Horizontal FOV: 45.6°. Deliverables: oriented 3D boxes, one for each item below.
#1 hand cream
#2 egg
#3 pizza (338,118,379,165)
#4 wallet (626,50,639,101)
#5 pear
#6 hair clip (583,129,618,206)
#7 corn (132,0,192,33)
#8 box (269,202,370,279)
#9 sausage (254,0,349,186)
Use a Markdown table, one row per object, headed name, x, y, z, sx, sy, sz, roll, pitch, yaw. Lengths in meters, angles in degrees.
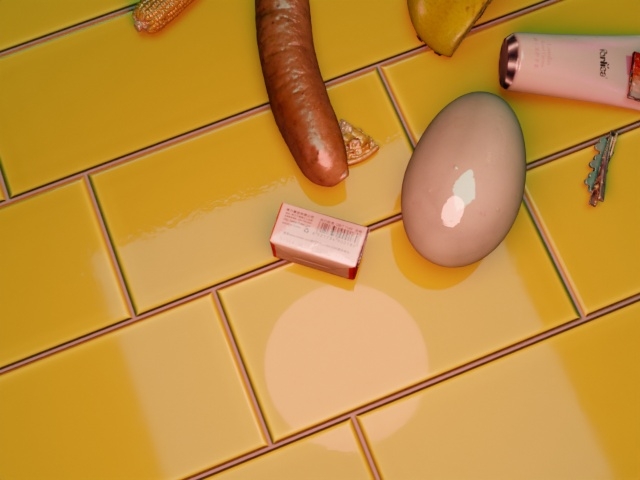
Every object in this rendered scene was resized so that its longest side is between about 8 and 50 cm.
| name | x | y | z | sx | sy | sz | roll | pitch | yaw |
| --- | --- | --- | --- | --- | --- | --- | --- | --- | --- |
| hand cream | 0.553 | -0.362 | 1.599 | 0.359 | 0.118 | 0.185 | 2 | 78 | -7 |
| egg | 0.282 | -0.124 | 1.476 | 0.230 | 0.230 | 0.370 | 18 | 72 | 5 |
| pizza | 0.054 | -0.209 | 1.603 | 0.123 | 0.026 | 0.108 | -19 | 75 | -4 |
| wallet | 0.729 | -0.321 | 1.595 | 0.197 | 0.020 | 0.103 | 13 | 77 | -17 |
| pear | 0.301 | -0.566 | 1.561 | 0.176 | 0.282 | 0.286 | 36 | 78 | 0 |
| hair clip | 0.578 | -0.151 | 1.576 | 0.049 | 0.049 | 0.172 | 18 | 72 | 5 |
| corn | -0.316 | -0.540 | 1.661 | 0.080 | 0.080 | 0.238 | 42 | 81 | 10 |
| box | 0.000 | 0.000 | 1.497 | 0.182 | 0.133 | 0.099 | 16 | 78 | 6 |
| sausage | -0.052 | -0.338 | 1.583 | 0.136 | 0.123 | 0.500 | -15 | 75 | 10 |
